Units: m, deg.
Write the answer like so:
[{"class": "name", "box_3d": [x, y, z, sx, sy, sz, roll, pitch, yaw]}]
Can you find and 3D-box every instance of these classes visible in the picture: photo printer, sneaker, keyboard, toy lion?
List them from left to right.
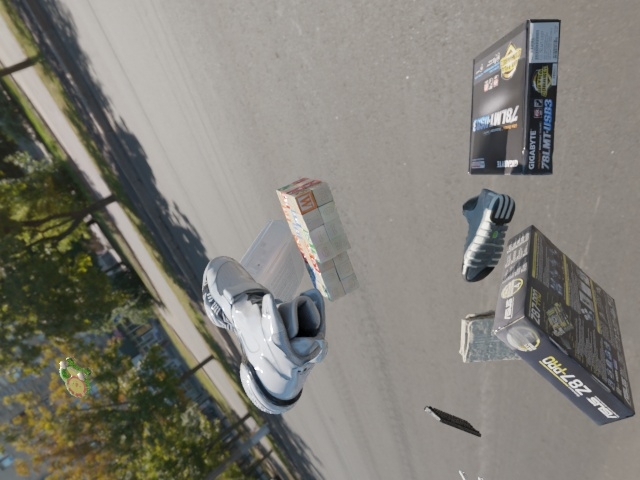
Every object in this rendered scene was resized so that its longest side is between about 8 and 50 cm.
[{"class": "toy lion", "box_3d": [-0.685, 0.387, 1.229, 0.100, 0.034, 0.096, 29, 108, 7]}, {"class": "sneaker", "box_3d": [-0.108, 0.131, 0.871, 0.210, 0.137, 0.366, -55, 53, 33]}, {"class": "photo printer", "box_3d": [-0.150, 0.119, 1.359, 0.107, 0.256, 0.308, 21, 153, 18]}, {"class": "keyboard", "box_3d": [0.384, 0.527, 1.300, 0.180, 0.023, 0.108, 30, 173, -25]}, {"class": "sneaker", "box_3d": [0.385, -0.020, 1.078, 0.132, 0.086, 0.229, -121, 44, -61]}]

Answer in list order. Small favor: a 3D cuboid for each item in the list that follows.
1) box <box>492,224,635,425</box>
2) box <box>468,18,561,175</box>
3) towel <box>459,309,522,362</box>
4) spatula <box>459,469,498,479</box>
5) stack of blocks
[{"class": "box", "box_3d": [0.581, 0.178, 1.057, 0.318, 0.395, 0.097, 42, 130, -4]}, {"class": "box", "box_3d": [0.418, -0.293, 0.983, 0.295, 0.073, 0.294, -99, 9, -80]}, {"class": "towel", "box_3d": [0.604, 0.315, 1.446, 0.049, 0.282, 0.187, -86, -8, -63]}, {"class": "spatula", "box_3d": [0.505, 0.754, 1.277, 0.168, 0.019, 0.242, 13, 180, 2]}, {"class": "stack of blocks", "box_3d": [0.000, 0.000, 1.109, 0.171, 0.087, 0.297, 31, 144, 66]}]
